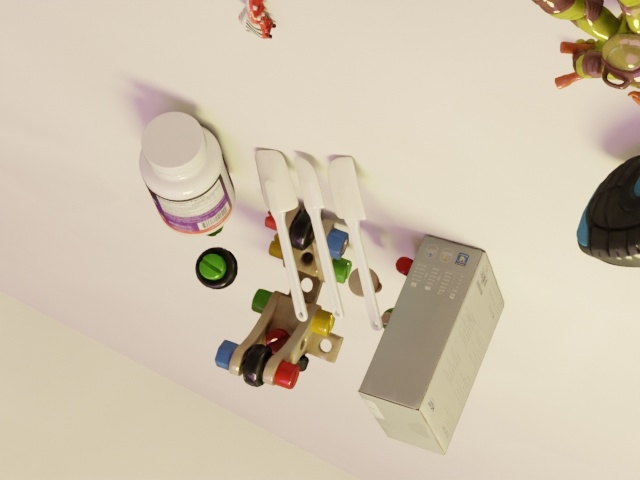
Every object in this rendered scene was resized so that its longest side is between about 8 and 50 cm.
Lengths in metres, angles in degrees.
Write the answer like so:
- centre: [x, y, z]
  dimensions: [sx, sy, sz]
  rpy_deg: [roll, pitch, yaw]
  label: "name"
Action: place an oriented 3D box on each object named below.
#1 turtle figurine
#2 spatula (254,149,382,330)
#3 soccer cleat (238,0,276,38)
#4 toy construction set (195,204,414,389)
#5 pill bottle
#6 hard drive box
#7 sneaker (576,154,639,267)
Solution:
- centre: [0.264, -0.173, 1.474]
  dimensions: [0.269, 0.087, 0.217]
  rpy_deg: [3, 152, 48]
  label: "turtle figurine"
- centre: [0.000, 0.000, 2.176]
  dimensions: [0.168, 0.019, 0.242]
  rpy_deg: [4, 118, 36]
  label: "spatula"
- centre: [-0.072, -0.238, 1.800]
  dimensions: [0.036, 0.029, 0.083]
  rpy_deg: [14, 164, 17]
  label: "soccer cleat"
- centre: [0.006, 0.080, 2.373]
  dimensions: [0.309, 0.257, 0.237]
  rpy_deg: [-7, 171, 16]
  label: "toy construction set"
- centre: [-0.175, -0.088, 2.207]
  dimensions: [0.108, 0.108, 0.193]
  rpy_deg: [19, 161, 13]
  label: "pill bottle"
- centre: [0.150, 0.139, 2.240]
  dimensions: [0.089, 0.232, 0.181]
  rpy_deg: [16, 159, 22]
  label: "hard drive box"
- centre: [0.389, -0.008, 1.664]
  dimensions: [0.140, 0.125, 0.341]
  rpy_deg: [34, 162, -28]
  label: "sneaker"
